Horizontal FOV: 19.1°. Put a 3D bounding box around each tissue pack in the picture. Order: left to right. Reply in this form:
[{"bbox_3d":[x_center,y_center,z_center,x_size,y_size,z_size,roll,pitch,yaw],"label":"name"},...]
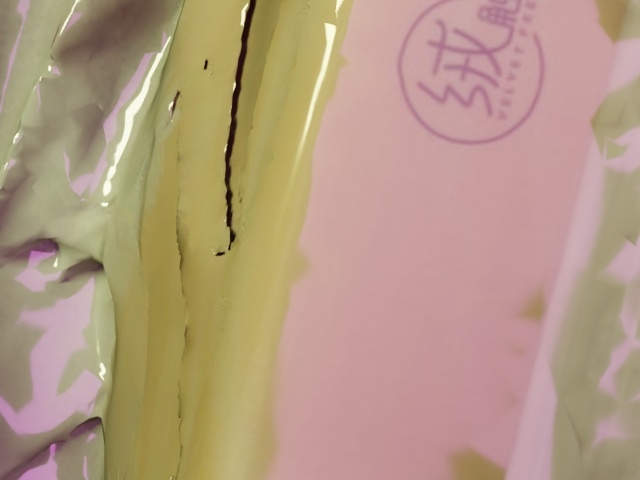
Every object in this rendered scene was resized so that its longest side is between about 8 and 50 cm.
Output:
[{"bbox_3d":[0.000,0.000,0.529,0.238,0.238,0.306,13,94,-14],"label":"tissue pack"}]
